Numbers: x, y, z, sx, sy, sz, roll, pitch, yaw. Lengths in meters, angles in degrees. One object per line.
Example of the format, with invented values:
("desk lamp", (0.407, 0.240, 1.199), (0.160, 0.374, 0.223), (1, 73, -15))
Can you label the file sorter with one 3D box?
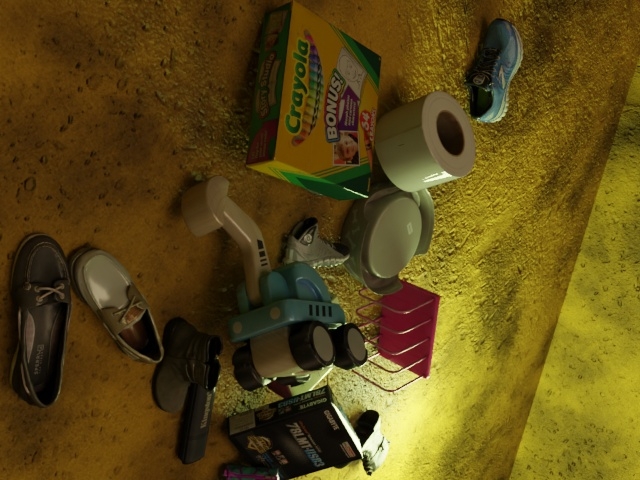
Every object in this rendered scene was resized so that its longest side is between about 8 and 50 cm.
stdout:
("file sorter", (0.219, 0.290, 2.103), (0.182, 0.202, 0.290), (-17, 119, -42))

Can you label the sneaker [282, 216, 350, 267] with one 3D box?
("sneaker", (0.000, 0.000, 1.816), (0.229, 0.086, 0.132), (-11, 113, -45))

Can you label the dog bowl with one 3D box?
("dog bowl", (0.197, -0.016, 2.016), (0.349, 0.102, 0.348), (-24, 124, -41))

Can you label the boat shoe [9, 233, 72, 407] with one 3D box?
("boat shoe", (-0.519, 0.157, 1.286), (0.112, 0.096, 0.334), (-6, 111, -47))

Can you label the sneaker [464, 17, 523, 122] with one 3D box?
("sneaker", (0.544, -0.532, 2.155), (0.147, 0.130, 0.329), (-20, 121, -45))

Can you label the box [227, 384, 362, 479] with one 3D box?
("box", (-0.064, 0.542, 1.865), (0.294, 0.073, 0.295), (-18, 132, 7))

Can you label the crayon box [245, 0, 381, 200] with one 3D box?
("crayon box", (-0.005, -0.305, 1.553), (0.313, 0.106, 0.362), (17, 74, -47))

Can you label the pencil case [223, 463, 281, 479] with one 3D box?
("pencil case", (-0.184, 0.643, 1.846), (0.070, 0.152, 0.064), (94, -1, -63))

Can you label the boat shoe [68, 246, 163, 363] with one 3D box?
("boat shoe", (-0.405, 0.138, 1.401), (0.113, 0.103, 0.302), (-45, 135, -26))

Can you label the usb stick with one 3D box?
("usb stick", (-0.302, 0.426, 1.695), (0.077, 0.045, 0.277), (-2, 108, -47))

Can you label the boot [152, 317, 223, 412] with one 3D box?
("boot", (-0.301, 0.310, 1.552), (0.084, 0.161, 0.246), (-7, 112, -47))

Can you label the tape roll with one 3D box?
("tape roll", (0.293, -0.271, 1.883), (0.246, 0.169, 0.245), (15, 68, -42))

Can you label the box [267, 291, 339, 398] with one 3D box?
("box", (-0.052, 0.279, 1.857), (0.243, 0.117, 0.213), (-40, 133, -29))

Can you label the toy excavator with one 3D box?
("toy excavator", (-0.124, 0.103, 1.562), (0.433, 0.223, 0.444), (15, 56, -56))

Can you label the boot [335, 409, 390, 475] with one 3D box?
("boot", (0.150, 0.727, 2.309), (0.263, 0.091, 0.228), (-41, 133, -32))

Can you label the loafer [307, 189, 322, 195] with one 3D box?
("loafer", (0.000, -0.168, 1.714), (0.320, 0.112, 0.111), (12, 98, -50))
